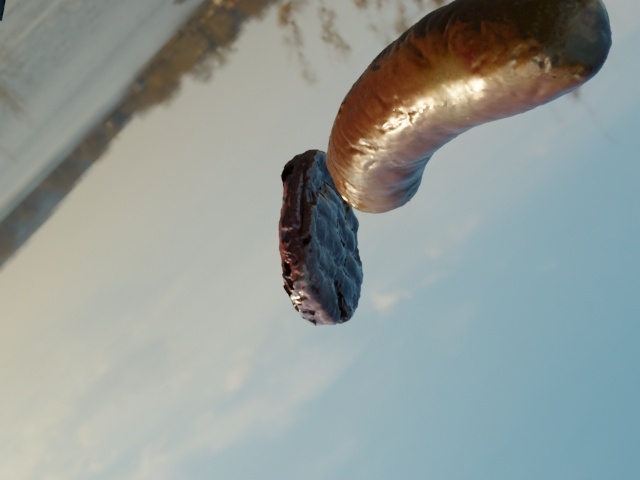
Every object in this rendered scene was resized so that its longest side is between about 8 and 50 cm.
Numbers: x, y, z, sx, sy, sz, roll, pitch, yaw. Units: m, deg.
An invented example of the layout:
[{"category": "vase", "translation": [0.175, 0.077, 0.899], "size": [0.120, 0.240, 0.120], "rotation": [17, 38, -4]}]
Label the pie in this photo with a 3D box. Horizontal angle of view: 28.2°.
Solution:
[{"category": "pie", "translation": [0.000, 0.000, 1.085], "size": [0.038, 0.153, 0.153], "rotation": [-9, -156, 19]}]

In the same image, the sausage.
[{"category": "sausage", "translation": [0.076, -0.093, 0.846], "size": [0.302, 0.103, 0.076], "rotation": [142, -45, -63]}]

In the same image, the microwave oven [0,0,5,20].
[{"category": "microwave oven", "translation": [-0.311, -0.085, 0.651], "size": [0.188, 0.247, 0.178], "rotation": [25, -73, 51]}]
